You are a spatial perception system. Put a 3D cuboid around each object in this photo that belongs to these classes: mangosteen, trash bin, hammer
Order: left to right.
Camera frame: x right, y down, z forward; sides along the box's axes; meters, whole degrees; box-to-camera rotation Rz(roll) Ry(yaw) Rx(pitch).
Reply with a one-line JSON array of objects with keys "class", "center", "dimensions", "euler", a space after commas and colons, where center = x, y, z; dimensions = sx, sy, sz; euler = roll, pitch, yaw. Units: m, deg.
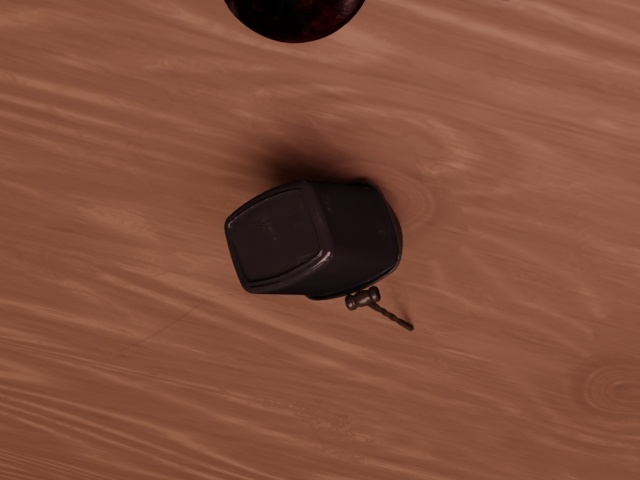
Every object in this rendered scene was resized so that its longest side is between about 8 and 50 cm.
[{"class": "mangosteen", "center": [-0.009, -0.367, 0.879], "dimensions": [0.265, 0.228, 0.228], "euler": [-21, 129, -11]}, {"class": "trash bin", "center": [0.000, 0.000, 1.153], "dimensions": [0.209, 0.290, 0.183], "euler": [-23, 78, 27]}, {"class": "hammer", "center": [0.125, 0.134, 1.293], "dimensions": [0.058, 0.029, 0.292], "euler": [-19, 156, 19]}]
